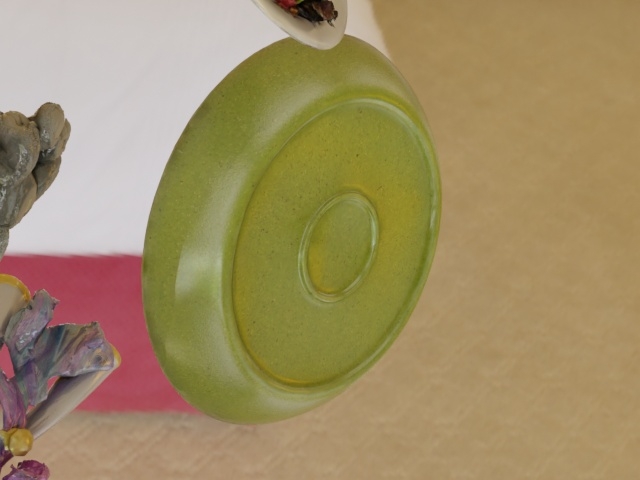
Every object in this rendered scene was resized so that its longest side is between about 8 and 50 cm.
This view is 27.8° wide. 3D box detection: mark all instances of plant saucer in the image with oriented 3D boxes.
[{"bbox_3d":[0.000,0.000,0.759,0.037,0.241,0.241,19,34,41],"label":"plant saucer"}]

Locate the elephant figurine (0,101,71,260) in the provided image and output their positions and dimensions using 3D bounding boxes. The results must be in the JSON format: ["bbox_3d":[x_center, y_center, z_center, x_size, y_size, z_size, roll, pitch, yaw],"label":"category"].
[{"bbox_3d":[-0.425,-0.128,1.495,0.239,0.169,0.186,25,42,3],"label":"elephant figurine"}]

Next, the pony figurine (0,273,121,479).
[{"bbox_3d":[-0.326,0.196,1.082,0.351,0.303,0.363,0,41,32],"label":"pony figurine"}]

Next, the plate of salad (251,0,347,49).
[{"bbox_3d":[-0.031,-0.177,0.551,0.048,0.200,0.200,-24,39,20],"label":"plate of salad"}]
